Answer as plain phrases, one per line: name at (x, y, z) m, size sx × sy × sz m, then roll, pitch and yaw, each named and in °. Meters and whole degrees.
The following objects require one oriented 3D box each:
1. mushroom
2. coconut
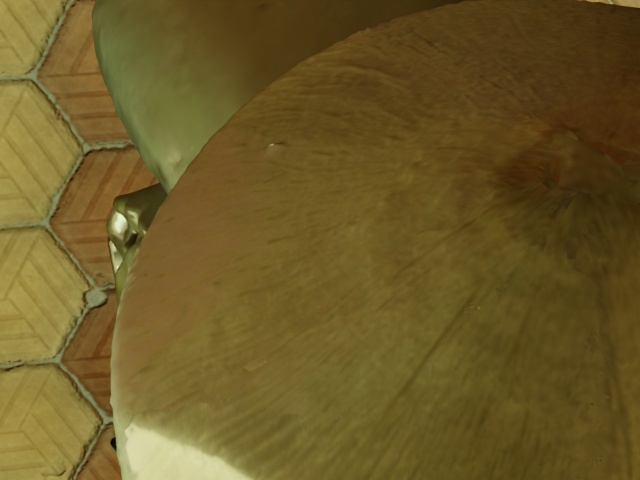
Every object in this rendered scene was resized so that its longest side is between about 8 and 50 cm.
mushroom at (0.000, 0.000, 0.954) m, size 0.362 × 0.295 × 0.362 m, roll 59°, pitch -177°, yaw -5°
coconut at (0.056, 0.046, 0.470) m, size 0.224 × 0.224 × 0.234 m, roll 59°, pitch 155°, yaw 27°
